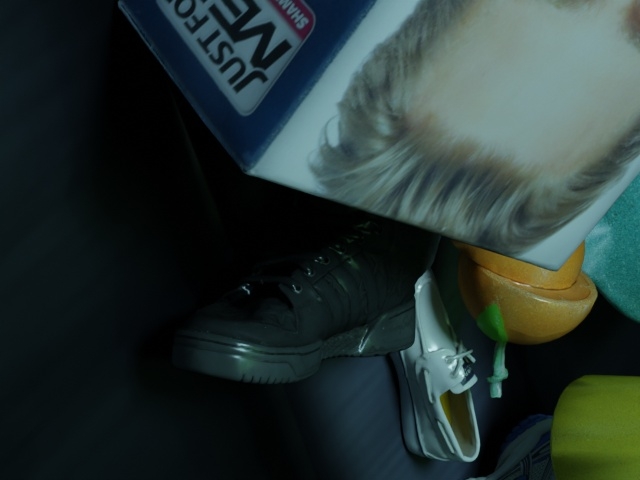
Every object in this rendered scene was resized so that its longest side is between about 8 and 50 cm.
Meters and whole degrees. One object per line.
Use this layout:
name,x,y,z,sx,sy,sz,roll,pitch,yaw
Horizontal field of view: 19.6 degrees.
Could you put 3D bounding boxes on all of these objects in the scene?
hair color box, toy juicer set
hair color box,0.108,-0.162,0.595,0.174,0.105,0.347,16,119,-46
toy juicer set,0.139,-0.050,0.864,0.209,0.089,0.329,45,53,-27

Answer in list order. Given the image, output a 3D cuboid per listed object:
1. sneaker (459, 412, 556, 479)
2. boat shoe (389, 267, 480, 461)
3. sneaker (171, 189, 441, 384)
sneaker,0.094,0.130,0.854,0.135,0.058,0.052,-46,133,-37
boat shoe,0.051,0.053,0.793,0.035,0.035,0.100,-36,127,-44
sneaker,0.002,0.000,0.702,0.170,0.051,0.089,-7,104,-58
